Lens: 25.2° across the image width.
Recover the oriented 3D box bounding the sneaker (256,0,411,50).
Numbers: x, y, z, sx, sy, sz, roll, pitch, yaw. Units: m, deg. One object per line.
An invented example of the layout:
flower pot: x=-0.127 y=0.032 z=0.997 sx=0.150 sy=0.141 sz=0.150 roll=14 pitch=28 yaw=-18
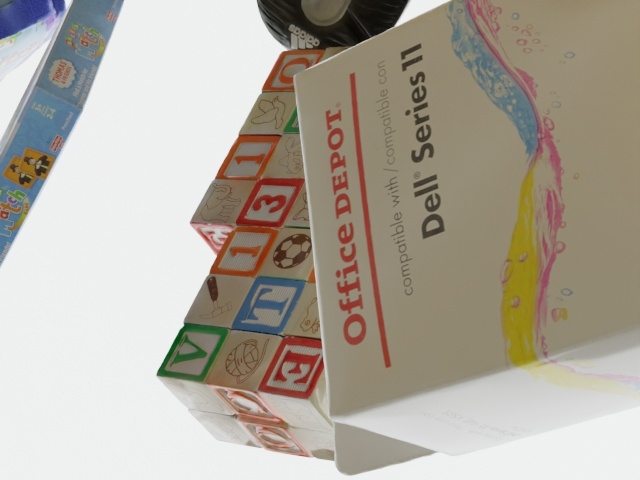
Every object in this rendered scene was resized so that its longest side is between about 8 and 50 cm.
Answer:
sneaker: x=0.095 y=-0.375 z=1.248 sx=0.169 sy=0.257 sz=0.447 roll=33 pitch=-72 yaw=-6

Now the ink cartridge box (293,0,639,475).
ink cartridge box: x=0.108 y=-0.018 z=0.730 sx=0.353 sy=0.119 sz=0.207 roll=-22 pitch=-118 yaw=32

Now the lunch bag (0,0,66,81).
lunch bag: x=-0.372 y=-0.168 z=1.330 sx=0.221 sy=0.293 sz=0.138 roll=-30 pitch=-72 yaw=-28

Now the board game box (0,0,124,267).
board game box: x=-0.206 y=-0.060 z=0.999 sx=0.039 sy=0.211 sz=0.160 roll=27 pitch=-147 yaw=-14

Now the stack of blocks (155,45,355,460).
stack of blocks: x=0.000 y=0.000 z=1.016 sx=0.171 sy=0.087 sz=0.297 roll=3 pitch=-125 yaw=36
